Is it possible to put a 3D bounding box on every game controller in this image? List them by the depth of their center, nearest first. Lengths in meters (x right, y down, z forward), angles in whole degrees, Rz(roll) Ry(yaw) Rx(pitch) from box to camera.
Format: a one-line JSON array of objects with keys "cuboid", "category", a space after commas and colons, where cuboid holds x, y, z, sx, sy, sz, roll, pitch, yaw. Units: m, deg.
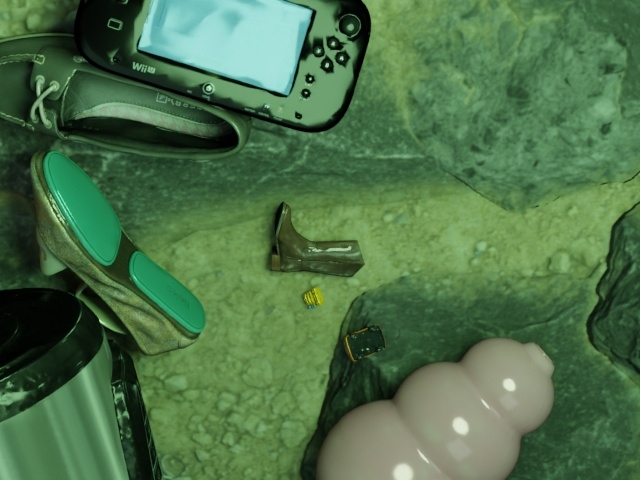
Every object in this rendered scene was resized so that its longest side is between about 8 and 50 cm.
[{"cuboid": [-0.106, -0.232, 1.776, 0.319, 0.067, 0.166, 16, 83, -13], "category": "game controller"}]

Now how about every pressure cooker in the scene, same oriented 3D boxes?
[{"cuboid": [-0.377, 0.304, 1.886, 0.375, 0.370, 0.420, -2, 112, 34], "category": "pressure cooker"}]

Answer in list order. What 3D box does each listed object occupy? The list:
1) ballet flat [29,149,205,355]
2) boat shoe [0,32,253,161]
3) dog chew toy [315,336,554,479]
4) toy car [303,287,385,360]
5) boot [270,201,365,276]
[{"cuboid": [-0.267, 0.030, 1.915, 0.106, 0.107, 0.316, -26, 118, 25], "category": "ballet flat"}, {"cuboid": [-0.239, -0.157, 1.811, 0.335, 0.095, 0.112, 8, 118, -9], "category": "boat shoe"}, {"cuboid": [0.155, 0.249, 2.021, 0.332, 0.206, 0.206, -40, 115, 9], "category": "dog chew toy"}, {"cuboid": [0.029, 0.099, 2.023, 0.122, 0.060, 0.040, 56, 147, -11], "category": "toy car"}, {"cuboid": [0.000, 0.000, 1.953, 0.114, 0.037, 0.106, 5, 132, -4], "category": "boot"}]
